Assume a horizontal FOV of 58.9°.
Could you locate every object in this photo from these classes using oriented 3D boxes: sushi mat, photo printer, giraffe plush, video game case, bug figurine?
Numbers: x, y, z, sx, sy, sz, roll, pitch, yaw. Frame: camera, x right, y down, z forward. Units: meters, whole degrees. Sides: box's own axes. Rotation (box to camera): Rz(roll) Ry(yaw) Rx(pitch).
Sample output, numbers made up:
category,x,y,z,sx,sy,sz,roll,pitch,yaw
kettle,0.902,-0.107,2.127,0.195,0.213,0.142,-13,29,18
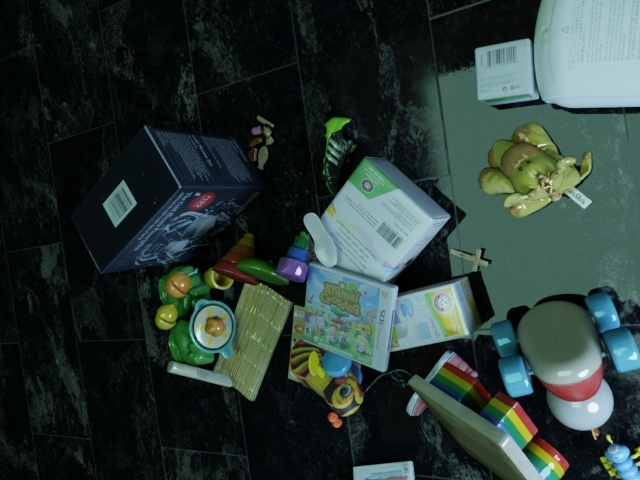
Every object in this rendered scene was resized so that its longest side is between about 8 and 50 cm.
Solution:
category,x,y,z,sx,sy,sz,roll,pitch,yaw
sushi mat,-0.183,0.260,1.499,0.152,0.019,0.316,30,108,26
photo printer,0.529,-0.357,0.968,0.308,0.107,0.255,6,97,31
giraffe plush,0.388,-0.119,1.038,0.210,0.171,0.181,29,108,25
video game case,0.148,0.589,1.301,0.157,0.019,0.143,-20,58,31
bug figurine,0.511,0.497,1.070,0.279,0.072,0.216,-37,82,30
video game case,0.057,0.160,1.214,0.213,0.023,0.193,16,110,31

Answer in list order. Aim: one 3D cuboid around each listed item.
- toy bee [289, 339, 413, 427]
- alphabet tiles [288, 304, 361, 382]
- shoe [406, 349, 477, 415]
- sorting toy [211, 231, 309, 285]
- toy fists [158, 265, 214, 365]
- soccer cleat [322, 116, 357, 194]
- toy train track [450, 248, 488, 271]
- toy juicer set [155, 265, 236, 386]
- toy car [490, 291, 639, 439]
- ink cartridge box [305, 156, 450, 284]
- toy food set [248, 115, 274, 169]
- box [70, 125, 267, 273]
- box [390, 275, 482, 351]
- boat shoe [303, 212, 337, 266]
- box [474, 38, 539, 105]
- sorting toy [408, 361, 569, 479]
category,x,y,z,sx,sy,sz,roll,pitch,yaw
toy bee,0.031,0.322,1.269,0.195,0.162,0.298,48,148,-23
alphabet tiles,0.013,0.254,1.390,0.199,0.009,0.237,10,100,30
shoe,0.260,0.327,1.217,0.081,0.064,0.177,39,108,28
sorting toy,-0.131,0.031,1.342,0.366,0.127,0.126,-7,61,56
toy fists,-0.359,0.207,1.556,0.142,0.096,0.278,-13,87,30
soccer cleat,0.046,-0.195,1.299,0.073,0.060,0.178,2,93,29
toy train track,0.314,0.035,1.189,0.083,0.014,0.048,22,113,33
toy juicer set,-0.310,0.224,1.443,0.090,0.209,0.328,-10,82,49
toy car,0.465,0.254,1.050,0.219,0.210,0.237,-20,113,17
ink cartridge box,0.109,-0.012,1.243,0.201,0.117,0.278,46,116,19
toy food set,-0.151,-0.249,1.435,0.078,0.019,0.122,34,118,24
box,-0.369,-0.096,1.406,0.343,0.313,0.178,-40,75,28
box,0.221,0.158,1.202,0.203,0.103,0.114,-18,86,31
boat shoe,0.000,0.000,1.220,0.046,0.038,0.125,-29,81,-1
box,0.358,-0.319,1.084,0.101,0.087,0.101,-1,95,31
sorting toy,0.329,0.359,1.067,0.089,0.255,0.257,-45,26,-13
